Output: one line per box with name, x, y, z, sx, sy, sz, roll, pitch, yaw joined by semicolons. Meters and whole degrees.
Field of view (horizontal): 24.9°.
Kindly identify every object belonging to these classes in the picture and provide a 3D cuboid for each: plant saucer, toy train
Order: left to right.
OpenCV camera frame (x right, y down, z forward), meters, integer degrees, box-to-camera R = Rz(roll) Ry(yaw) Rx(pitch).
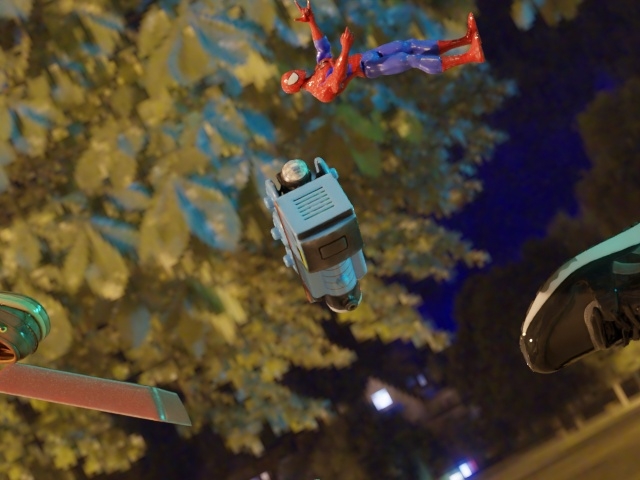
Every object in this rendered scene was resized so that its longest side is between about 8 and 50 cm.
plant saucer;-0.322;0.218;2.065;0.259;0.047;0.258;10;-8;4
toy train;0.000;0.000;1.433;0.080;0.105;0.184;-24;-38;-6

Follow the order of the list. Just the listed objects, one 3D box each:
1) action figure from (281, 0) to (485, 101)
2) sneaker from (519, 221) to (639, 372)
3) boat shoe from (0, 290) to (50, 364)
action figure;0.070;-0.275;1.977;0.280;0.139;0.091;-16;33;9
sneaker;0.343;0.056;1.514;0.283;0.124;0.107;-36;-49;-6
boat shoe;-0.333;0.077;1.292;0.178;0.064;0.060;5;36;15
